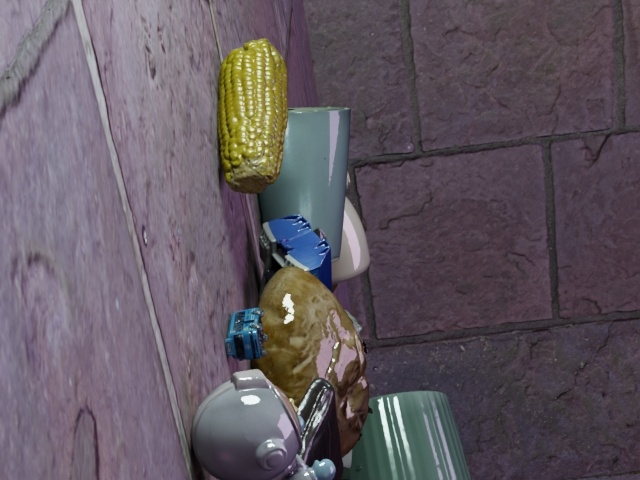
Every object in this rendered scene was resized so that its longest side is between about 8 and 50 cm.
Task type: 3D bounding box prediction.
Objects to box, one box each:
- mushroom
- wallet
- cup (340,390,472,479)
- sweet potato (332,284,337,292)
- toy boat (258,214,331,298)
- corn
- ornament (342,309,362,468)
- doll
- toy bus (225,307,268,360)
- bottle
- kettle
[{"bbox_3d":[-0.033,0.187,1.639,0.151,0.156,0.286,-34,115,-56],"label":"mushroom"},{"bbox_3d":[-0.021,0.297,1.527,0.229,0.049,0.182,84,31,-54],"label":"wallet"},{"bbox_3d":[0.135,0.537,2.477,0.310,0.401,0.392,14,59,-49],"label":"cup"},{"bbox_3d":[0.000,-0.004,2.488,0.124,0.098,0.310,89,0,-57],"label":"sweet potato"},{"bbox_3d":[-0.039,0.113,1.795,0.129,0.088,0.295,47,-32,42],"label":"toy boat"},{"bbox_3d":[-0.087,-0.165,1.595,0.097,0.097,0.262,78,8,-49],"label":"corn"},{"bbox_3d":[0.011,0.234,2.008,0.120,0.130,0.285,53,27,-55],"label":"ornament"},{"bbox_3d":[-0.049,0.256,1.194,0.151,0.151,0.287,-86,162,-69],"label":"doll"},{"bbox_3d":[-0.087,0.111,1.457,0.083,0.046,0.038,-91,173,-73],"label":"toy bus"},{"bbox_3d":[0.000,-0.049,2.214,0.147,0.147,0.237,-83,162,-74],"label":"bottle"},{"bbox_3d":[-0.042,-0.088,1.938,0.210,0.160,0.243,-161,-111,-63],"label":"kettle"}]
